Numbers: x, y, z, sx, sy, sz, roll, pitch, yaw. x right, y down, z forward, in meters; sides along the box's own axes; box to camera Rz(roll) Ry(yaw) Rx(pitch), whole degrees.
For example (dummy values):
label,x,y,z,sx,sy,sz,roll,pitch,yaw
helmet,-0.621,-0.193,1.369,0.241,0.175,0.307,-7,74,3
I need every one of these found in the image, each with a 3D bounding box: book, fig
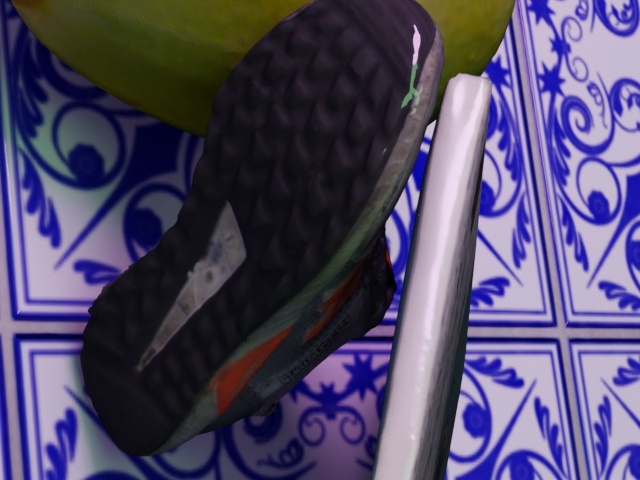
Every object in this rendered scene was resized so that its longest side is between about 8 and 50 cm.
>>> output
label,x,y,z,sx,sy,sz,roll,pitch,yaw
book,0.065,0.103,1.032,0.031,0.379,0.264,10,66,8
fig,-0.042,-0.182,1.067,0.326,0.258,0.258,2,74,-24

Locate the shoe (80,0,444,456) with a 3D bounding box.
label,x,y,z,sx,sy,sz,roll,pitch,yaw
shoe,0.000,0.000,1.010,0.171,0.336,0.132,2,43,-47
